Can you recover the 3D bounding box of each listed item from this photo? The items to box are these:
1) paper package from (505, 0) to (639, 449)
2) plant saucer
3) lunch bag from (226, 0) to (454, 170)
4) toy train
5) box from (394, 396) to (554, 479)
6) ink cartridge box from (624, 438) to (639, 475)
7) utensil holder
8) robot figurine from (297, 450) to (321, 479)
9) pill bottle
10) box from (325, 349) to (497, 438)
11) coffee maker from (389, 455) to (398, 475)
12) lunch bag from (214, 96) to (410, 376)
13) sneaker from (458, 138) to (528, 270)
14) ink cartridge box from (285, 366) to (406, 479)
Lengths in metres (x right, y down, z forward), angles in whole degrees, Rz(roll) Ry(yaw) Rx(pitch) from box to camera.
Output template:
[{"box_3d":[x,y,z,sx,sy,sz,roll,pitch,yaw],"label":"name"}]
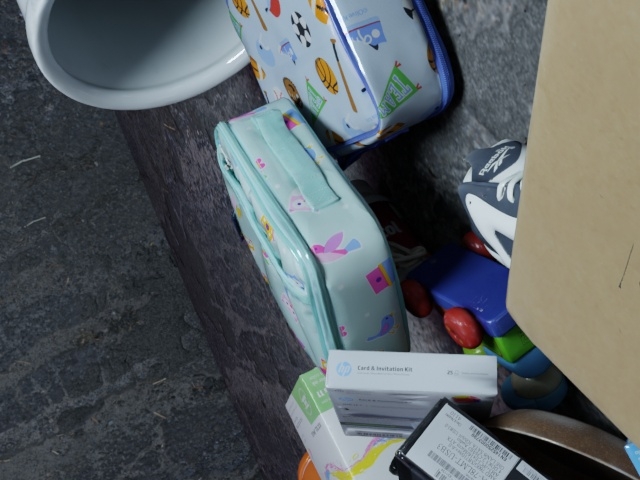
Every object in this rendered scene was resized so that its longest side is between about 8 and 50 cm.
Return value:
[{"box_3d":[0.245,-0.010,0.373,0.309,0.168,0.324,50,155,41],"label":"paper package"},{"box_3d":[0.228,0.196,0.754,0.199,0.036,0.198,25,160,10],"label":"plant saucer"},{"box_3d":[0.013,-0.199,0.906,0.243,0.115,0.303,64,164,-7],"label":"lunch bag"},{"box_3d":[0.147,0.073,0.885,0.143,0.105,0.248,61,166,-25],"label":"toy train"},{"box_3d":[0.203,0.290,0.780,0.293,0.073,0.295,38,164,20],"label":"box"},{"box_3d":[0.287,0.206,0.604,0.181,0.062,0.104,64,-159,12],"label":"ink cartridge box"},{"box_3d":[-0.253,-0.415,1.084,0.327,0.328,0.385,104,143,-62],"label":"utensil holder"},{"box_3d":[0.036,0.443,1.576,0.158,0.128,0.219,29,-179,-28],"label":"robot figurine"},{"box_3d":[0.067,0.002,1.025,0.152,0.086,0.086,56,159,31],"label":"pill bottle"},{"box_3d":[0.086,0.149,0.810,0.186,0.145,0.038,73,-160,-65],"label":"box"},{"box_3d":[0.178,0.345,1.064,0.171,0.120,0.178,29,139,60],"label":"coffee maker"},{"box_3d":[-0.018,-0.008,0.890,0.279,0.108,0.224,55,168,43],"label":"lunch bag"},{"box_3d":[0.167,-0.048,0.665,0.153,0.094,0.235,45,163,32],"label":"sneaker"},{"box_3d":[0.080,0.373,1.375,0.353,0.119,0.207,61,161,18],"label":"ink cartridge box"}]
